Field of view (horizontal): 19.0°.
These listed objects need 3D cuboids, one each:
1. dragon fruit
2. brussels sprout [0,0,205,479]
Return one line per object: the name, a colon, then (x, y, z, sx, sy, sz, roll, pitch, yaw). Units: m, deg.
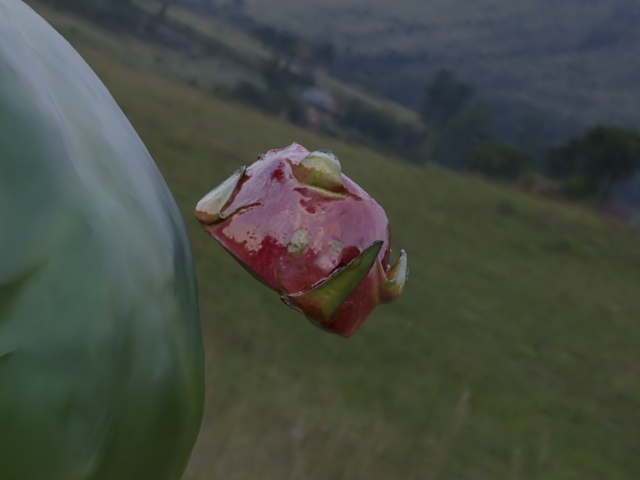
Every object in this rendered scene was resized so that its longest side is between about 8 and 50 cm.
dragon fruit: (0.000, 0.000, 0.748, 0.083, 0.056, 0.060, 42, -2, -27)
brussels sprout: (-0.193, 0.048, 0.505, 0.289, 0.281, 0.354, 35, -26, -25)
